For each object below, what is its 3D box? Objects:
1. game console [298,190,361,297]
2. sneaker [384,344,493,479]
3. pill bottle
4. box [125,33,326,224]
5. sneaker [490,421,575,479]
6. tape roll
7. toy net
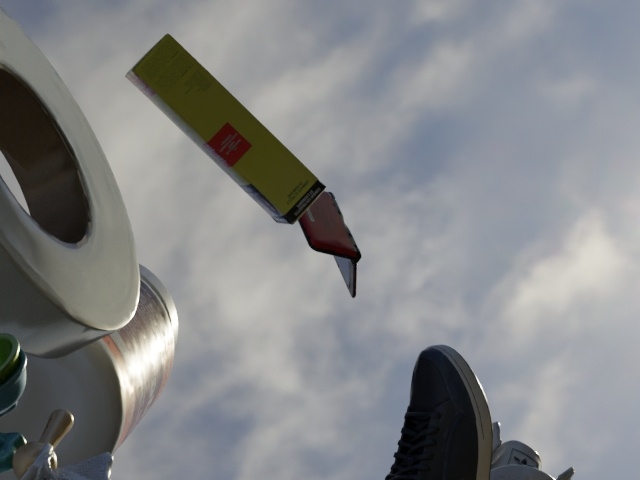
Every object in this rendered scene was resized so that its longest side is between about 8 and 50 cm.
[{"bbox_3d":[0.000,0.000,2.123,0.124,0.144,0.085,13,-55,-33],"label":"game console"},{"bbox_3d":[0.075,0.209,1.333,0.163,0.086,0.226,1,-101,-35],"label":"sneaker"},{"bbox_3d":[-0.297,0.142,1.723,0.392,0.224,0.224,-57,-25,-78],"label":"pill bottle"},{"bbox_3d":[-0.101,-0.115,1.547,0.232,0.087,0.058,45,-98,-12],"label":"box"},{"bbox_3d":[0.212,0.293,1.676,0.210,0.137,0.366,-56,-7,-32],"label":"sneaker"},{"bbox_3d":[-0.307,-0.073,1.428,0.392,0.072,0.392,58,-167,-22],"label":"tape roll"},{"bbox_3d":[-0.220,0.139,0.976,0.122,0.232,0.045,-33,-61,-19],"label":"toy net"}]
